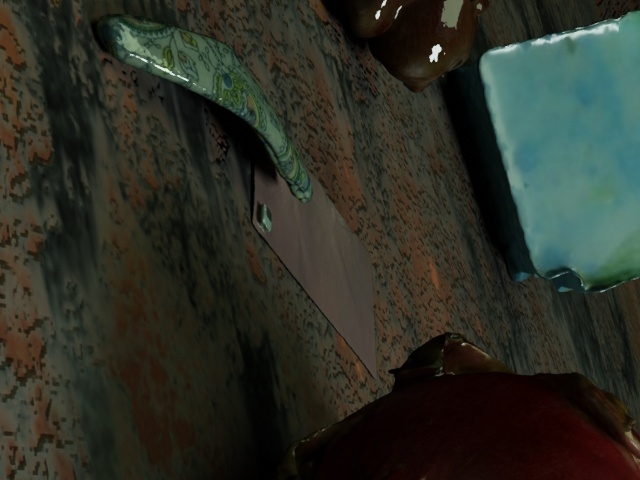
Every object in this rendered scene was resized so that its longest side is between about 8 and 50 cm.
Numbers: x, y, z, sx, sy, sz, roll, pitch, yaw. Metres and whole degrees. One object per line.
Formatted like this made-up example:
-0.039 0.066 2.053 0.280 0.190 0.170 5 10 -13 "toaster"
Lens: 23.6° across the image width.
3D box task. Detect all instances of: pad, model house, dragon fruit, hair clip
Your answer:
0.000 0.000 1.021 0.188 0.006 0.113 54 25 -44 "pad"
0.264 -0.078 1.580 0.241 0.226 0.261 163 -89 -79 "model house"
0.086 0.175 0.780 0.315 0.250 0.250 36 37 -31 "dragon fruit"
-0.053 -0.080 0.883 0.229 0.036 0.066 36 30 -58 "hair clip"

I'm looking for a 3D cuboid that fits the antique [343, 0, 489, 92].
0.065 -0.244 1.263 0.143 0.121 0.257 53 18 -65 "antique"
